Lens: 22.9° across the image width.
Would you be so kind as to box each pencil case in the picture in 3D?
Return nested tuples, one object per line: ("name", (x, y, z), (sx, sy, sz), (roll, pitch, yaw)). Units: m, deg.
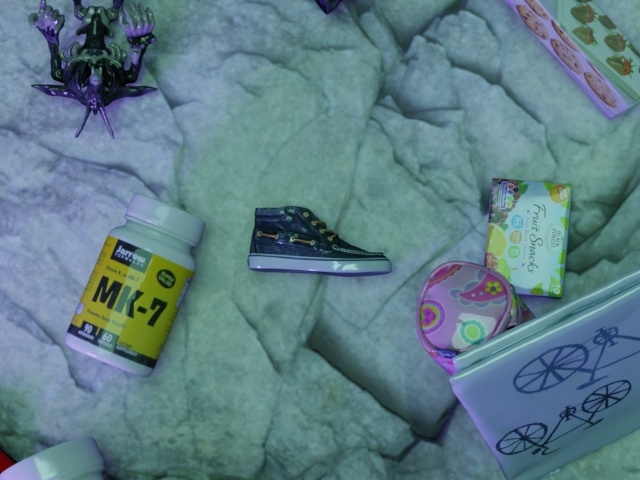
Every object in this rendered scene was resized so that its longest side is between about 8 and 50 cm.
("pencil case", (0.202, 0.121, 1.821), (0.124, 0.284, 0.124), (-8, 66, 19))

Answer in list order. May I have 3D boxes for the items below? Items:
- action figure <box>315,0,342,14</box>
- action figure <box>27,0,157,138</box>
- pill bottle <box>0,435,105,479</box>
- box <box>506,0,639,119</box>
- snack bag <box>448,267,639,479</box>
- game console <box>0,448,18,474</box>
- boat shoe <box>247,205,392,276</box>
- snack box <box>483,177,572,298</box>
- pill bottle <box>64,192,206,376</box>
("action figure", (0.101, -0.400, 2.005), (0.285, 0.099, 0.185), (-35, 74, -1))
("action figure", (-0.291, -0.275, 2.023), (0.164, 0.141, 0.276), (-1, 80, -4))
("pill bottle", (-0.275, 0.398, 1.910), (0.169, 0.169, 0.301), (-25, 80, 4))
("box", (0.283, -0.291, 1.939), (0.063, 0.067, 0.324), (-41, 92, -19))
("snack bag", (0.323, 0.147, 1.791), (0.323, 0.342, 0.037), (-28, 55, 3))
("game console", (-0.475, 0.296, 2.032), (0.144, 0.085, 0.124), (-46, 110, 1))
("boat shoe", (0.000, 0.000, 1.978), (0.183, 0.065, 0.083), (3, 84, 10))
("snack box", (0.255, -0.002, 1.955), (0.100, 0.037, 0.141), (5, 83, 8))
("pill bottle", (-0.228, 0.055, 1.976), (0.119, 0.119, 0.208), (21, 86, 11))
